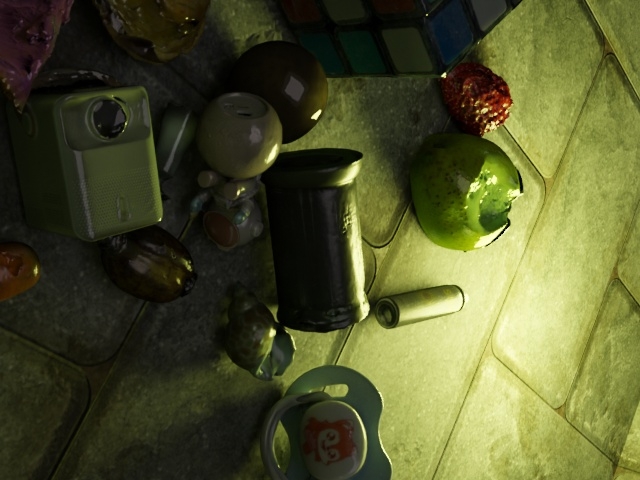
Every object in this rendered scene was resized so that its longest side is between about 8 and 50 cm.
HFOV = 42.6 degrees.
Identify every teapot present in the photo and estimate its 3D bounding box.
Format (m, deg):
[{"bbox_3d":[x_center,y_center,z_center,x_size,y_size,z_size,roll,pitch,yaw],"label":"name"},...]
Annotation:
[{"bbox_3d":[0.000,0.000,1.564,0.270,0.200,0.337,-49,137,-67],"label":"teapot"}]

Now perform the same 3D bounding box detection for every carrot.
[{"bbox_3d":[-0.492,0.052,1.147,0.193,0.087,0.087,-15,107,-40],"label":"carrot"}]

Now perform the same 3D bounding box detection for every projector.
[{"bbox_3d":[-0.344,-0.129,1.195,0.163,0.177,0.243,-17,107,-43],"label":"projector"}]

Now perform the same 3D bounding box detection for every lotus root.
[{"bbox_3d":[-0.284,0.032,1.326,0.209,0.120,0.120,38,70,-45],"label":"lotus root"}]

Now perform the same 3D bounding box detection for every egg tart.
[{"bbox_3d":[-0.250,-0.395,1.284,0.241,0.105,0.241,-2,92,-55],"label":"egg tart"}]

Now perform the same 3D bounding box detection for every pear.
[{"bbox_3d":[0.326,-0.135,1.871,0.292,0.159,0.293,-7,100,-41],"label":"pear"}]

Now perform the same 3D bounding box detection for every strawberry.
[{"bbox_3d":[0.370,-0.353,1.916,0.228,0.098,0.174,48,63,-39],"label":"strawberry"}]

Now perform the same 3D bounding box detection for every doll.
[{"bbox_3d":[-0.143,-0.106,1.391,0.151,0.151,0.287,-28,141,-38],"label":"doll"}]

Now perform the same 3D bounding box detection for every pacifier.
[{"bbox_3d":[0.022,0.409,1.663,0.233,0.244,0.300,51,32,-71],"label":"pacifier"}]

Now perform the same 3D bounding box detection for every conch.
[{"bbox_3d":[-0.122,0.182,1.520,0.116,0.106,0.173,-43,123,2],"label":"conch"}]

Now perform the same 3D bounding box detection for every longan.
[{"bbox_3d":[-0.088,-0.257,1.448,0.204,0.159,0.185,-6,119,-7],"label":"longan"}]

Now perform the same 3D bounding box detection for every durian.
[{"bbox_3d":[-0.434,-0.357,1.119,0.191,0.112,0.341,29,66,-36],"label":"durian"}]

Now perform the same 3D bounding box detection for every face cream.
[{"bbox_3d":[0.243,0.147,1.890,0.283,0.073,0.073,-7,101,-44],"label":"face cream"}]

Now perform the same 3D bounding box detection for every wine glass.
[{"bbox_3d":[-0.252,-0.144,1.356,0.072,0.072,0.155,30,76,-43],"label":"wine glass"}]

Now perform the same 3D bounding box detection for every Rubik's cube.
[{"bbox_3d":[0.133,-0.520,1.478,0.362,0.363,0.359,-50,125,-28],"label":"Rubik's cube"}]
